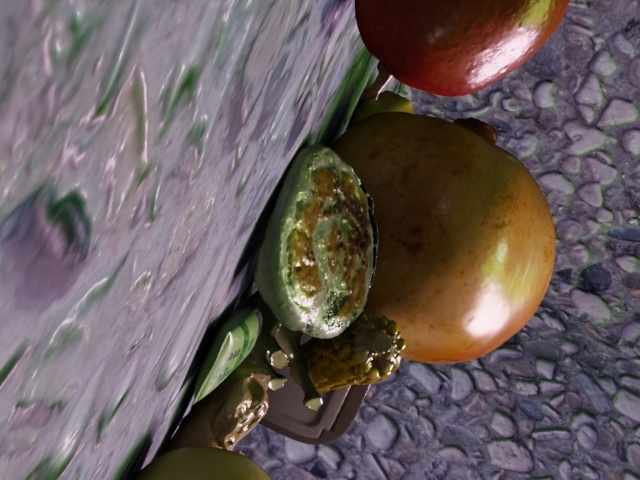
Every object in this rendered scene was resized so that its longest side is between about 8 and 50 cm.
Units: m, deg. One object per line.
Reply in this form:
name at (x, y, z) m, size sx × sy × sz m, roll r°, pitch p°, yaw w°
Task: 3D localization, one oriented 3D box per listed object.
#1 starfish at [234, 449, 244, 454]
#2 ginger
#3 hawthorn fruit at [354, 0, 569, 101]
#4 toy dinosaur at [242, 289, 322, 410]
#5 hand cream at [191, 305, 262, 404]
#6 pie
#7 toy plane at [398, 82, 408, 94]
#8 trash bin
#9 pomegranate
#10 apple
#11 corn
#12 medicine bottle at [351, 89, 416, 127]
starfish at (-0.213, 0.432, 1.534) m, size 0.301 × 0.084 × 0.293 m, roll 102°, pitch 14°, yaw -63°
ginger at (-0.138, 0.242, 1.109) m, size 0.213 × 0.074 × 0.137 m, roll -62°, pitch -164°, yaw -11°
hawthorn fruit at (0.112, -0.215, 0.833) m, size 0.225 × 0.196 × 0.196 m, roll -49°, pitch -179°, yaw 14°
toy dinosaur at (-0.077, 0.095, 1.279) m, size 0.301 × 0.087 × 0.447 m, roll -124°, pitch -146°, yaw -57°
hand cream at (-0.106, 0.126, 1.075) m, size 0.095 × 0.046 × 0.175 m, roll -62°, pitch 179°, yaw 13°
pie at (0.000, 0.000, 1.081) m, size 0.240 × 0.054 × 0.240 m, roll 5°, pitch 84°, yaw -58°
toy plane at (0.152, -0.333, 1.360) m, size 0.251 × 0.101 × 0.255 m, roll -65°, pitch 174°, yaw 22°
trash bin at (-0.027, 0.191, 1.590) m, size 0.250 × 0.219 × 0.219 m, roll -82°, pitch -162°, yaw -77°
pomegranate at (0.150, -0.019, 1.374) m, size 0.416 × 0.417 × 0.416 m, roll 25°, pitch 90°, yaw -88°
apple at (-0.128, 0.304, 0.926) m, size 0.200 × 0.200 × 0.200 m, roll 25°, pitch 90°, yaw -88°
corn at (0.030, 0.158, 1.244) m, size 0.097 × 0.097 × 0.320 m, roll -64°, pitch -170°, yaw -21°
medicine bottle at (0.115, -0.204, 1.690) m, size 0.239 × 0.124 × 0.124 m, roll 32°, pitch 83°, yaw -87°
